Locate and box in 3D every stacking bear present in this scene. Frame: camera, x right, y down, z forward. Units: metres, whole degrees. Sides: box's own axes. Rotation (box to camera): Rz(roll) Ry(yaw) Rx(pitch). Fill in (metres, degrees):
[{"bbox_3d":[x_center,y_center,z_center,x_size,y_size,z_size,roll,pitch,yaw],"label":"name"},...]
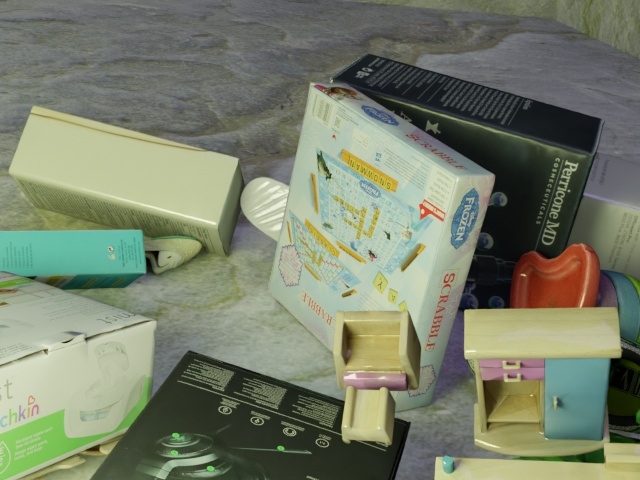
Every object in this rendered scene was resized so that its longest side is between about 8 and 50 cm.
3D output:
[{"bbox_3d":[0.428,0.120,1.534,0.289,0.164,0.175,14,-12,-22],"label":"stacking bear"}]

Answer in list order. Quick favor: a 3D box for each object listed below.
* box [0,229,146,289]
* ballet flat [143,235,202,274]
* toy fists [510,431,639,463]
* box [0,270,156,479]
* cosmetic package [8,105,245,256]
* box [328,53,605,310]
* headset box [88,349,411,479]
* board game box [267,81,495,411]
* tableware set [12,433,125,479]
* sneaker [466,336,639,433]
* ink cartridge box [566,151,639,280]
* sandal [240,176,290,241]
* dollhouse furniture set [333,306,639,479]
[{"bbox_3d":[-0.355,0.027,1.407,0.244,0.060,0.100,-1,-13,-28],"label":"box"},{"bbox_3d":[-0.247,0.027,1.550,0.168,0.057,0.052,-1,56,-21],"label":"ballet flat"},{"bbox_3d":[0.304,0.276,1.186,0.279,0.096,0.142,-3,26,-40],"label":"toy fists"},{"bbox_3d":[-0.333,0.128,1.090,0.231,0.127,0.262,14,15,29],"label":"box"},{"bbox_3d":[-0.274,-0.083,1.604,0.309,0.113,0.160,14,-16,3],"label":"cosmetic package"},{"bbox_3d":[0.195,-0.081,1.692,0.395,0.293,0.212,17,24,11],"label":"box"},{"bbox_3d":[-0.068,0.251,1.019,0.246,0.131,0.283,16,24,7],"label":"headset box"},{"bbox_3d":[0.063,-0.001,1.417,0.066,0.318,0.318,-4,29,-34],"label":"board game box"},{"bbox_3d":[-0.270,0.215,1.121,0.128,0.039,0.194,16,16,36],"label":"tableware set"},{"bbox_3d":[0.304,0.150,1.315,0.146,0.134,0.343,15,-7,-40],"label":"sneaker"},{"bbox_3d":[0.401,-0.063,1.908,0.395,0.166,0.285,17,23,12],"label":"ink cartridge box"},{"bbox_3d":[0.005,-0.009,1.625,0.265,0.102,0.076,36,9,6],"label":"sandal"},{"bbox_3d":[0.153,0.240,0.990,0.286,0.198,0.303,-1,53,11],"label":"dollhouse furniture set"}]
